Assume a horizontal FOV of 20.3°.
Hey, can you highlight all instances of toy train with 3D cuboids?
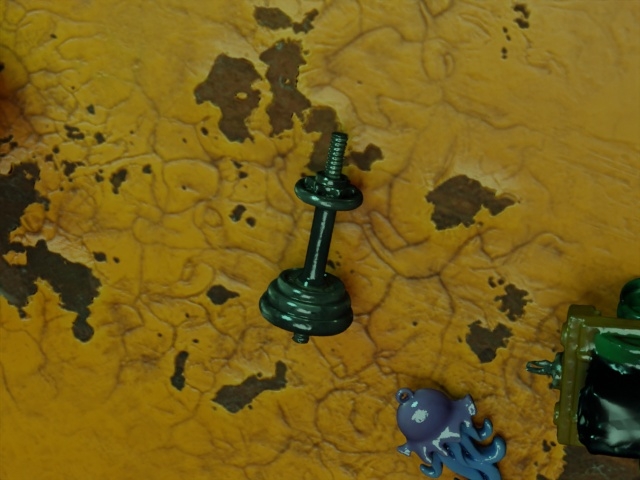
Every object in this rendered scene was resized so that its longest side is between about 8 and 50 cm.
[{"bbox_3d":[0.434,0.180,1.935,0.429,0.249,0.178,5,116,8],"label":"toy train"}]

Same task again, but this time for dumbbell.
[{"bbox_3d":[0.000,0.000,2.018,0.110,0.110,0.254,13,110,4],"label":"dumbbell"}]

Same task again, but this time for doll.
[{"bbox_3d":[0.157,0.240,2.122,0.110,0.067,0.206,-39,114,10],"label":"doll"}]
